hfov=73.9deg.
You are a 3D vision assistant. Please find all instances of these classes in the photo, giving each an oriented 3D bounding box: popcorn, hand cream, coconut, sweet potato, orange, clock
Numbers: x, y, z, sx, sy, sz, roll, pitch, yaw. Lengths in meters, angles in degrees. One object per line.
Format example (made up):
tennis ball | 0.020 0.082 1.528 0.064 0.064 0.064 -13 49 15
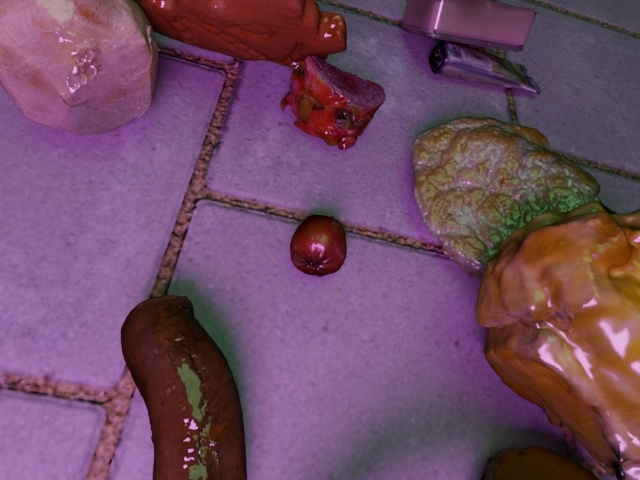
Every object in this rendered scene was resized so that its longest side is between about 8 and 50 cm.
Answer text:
popcorn | 0.295 0.101 0.438 0.215 0.252 0.286 -29 78 -40
hand cream | 0.304 -0.319 0.793 0.235 0.055 0.086 3 58 -20
coconut | -0.284 -0.217 0.498 0.194 0.194 0.194 7 60 -11
sweet potato | -0.120 0.188 0.377 0.112 0.085 0.286 -14 73 15
orange | 0.233 0.281 0.400 0.170 0.112 0.160 21 57 -16
clock | 0.263 -0.402 0.776 0.192 0.071 0.147 2 30 -15

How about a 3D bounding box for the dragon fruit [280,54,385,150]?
dragon fruit | 0.018 -0.183 0.609 0.147 0.102 0.096 10 61 -15

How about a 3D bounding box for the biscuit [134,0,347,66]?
biscuit | -0.116 -0.286 0.576 0.306 0.284 0.043 9 98 8

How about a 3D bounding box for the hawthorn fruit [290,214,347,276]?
hawthorn fruit | -0.003 0.004 0.511 0.077 0.077 0.077 7 60 -11

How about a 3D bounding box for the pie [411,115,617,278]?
pie | 0.256 -0.064 0.601 0.257 0.105 0.274 -23 69 -15
